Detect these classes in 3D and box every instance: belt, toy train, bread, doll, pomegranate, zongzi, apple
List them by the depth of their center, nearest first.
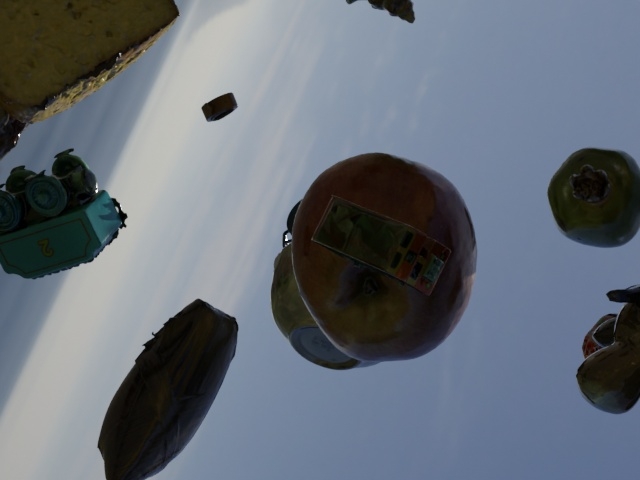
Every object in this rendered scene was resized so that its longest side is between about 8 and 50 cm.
[{"bbox_3d":[0.409,0.110,1.391,0.330,0.235,0.174,0,105,-51],"label":"doll"},{"bbox_3d":[-0.309,-0.240,1.576,0.260,0.160,0.147,-43,179,-27],"label":"bread"},{"bbox_3d":[-0.185,0.182,1.576,0.221,0.112,0.242,-61,-179,4],"label":"zongzi"},{"bbox_3d":[0.070,0.005,1.674,0.188,0.099,0.072,23,-91,42],"label":"toy train"},{"bbox_3d":[0.092,0.037,1.937,0.277,0.309,0.250,-19,-144,33],"label":"apple"},{"bbox_3d":[-0.407,-0.034,1.985,0.203,0.163,0.112,-16,-161,25],"label":"toy train"},{"bbox_3d":[0.483,-0.081,2.307,0.187,0.187,0.225,-65,162,0],"label":"pomegranate"},{"bbox_3d":[-0.195,-0.255,2.549,0.059,0.036,0.083,-21,176,-41],"label":"belt"}]

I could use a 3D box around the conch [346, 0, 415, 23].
[{"bbox_3d":[0.062,-0.408,1.884,0.137,0.234,0.114,-19,-161,48],"label":"conch"}]

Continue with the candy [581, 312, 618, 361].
[{"bbox_3d":[0.576,0.144,2.005,0.124,0.365,0.124,167,-90,-84],"label":"candy"}]

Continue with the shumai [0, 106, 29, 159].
[{"bbox_3d":[-0.449,-0.142,1.668,0.175,0.166,0.206,-44,-134,25],"label":"shumai"}]

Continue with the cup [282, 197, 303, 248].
[{"bbox_3d":[0.000,0.000,2.599,0.176,0.155,0.131,-23,-139,19],"label":"cup"}]

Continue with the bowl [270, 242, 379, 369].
[{"bbox_3d":[0.029,0.132,2.313,0.277,0.277,0.145,-51,-165,55],"label":"bowl"}]
